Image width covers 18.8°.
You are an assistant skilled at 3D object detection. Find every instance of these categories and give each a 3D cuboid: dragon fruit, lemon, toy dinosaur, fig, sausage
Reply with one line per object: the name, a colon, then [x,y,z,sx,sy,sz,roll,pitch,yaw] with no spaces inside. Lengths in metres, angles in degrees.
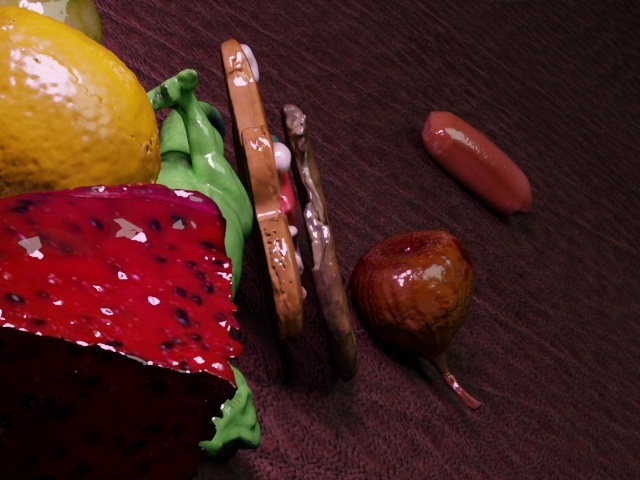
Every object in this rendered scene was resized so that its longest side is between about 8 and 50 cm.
dragon fruit: [-0.136,0.078,1.496,0.330,0.240,0.302,-59,145,-50]
lemon: [-0.244,-0.087,1.647,0.260,0.204,0.204,47,24,3]
toy dinosaur: [-0.089,0.014,1.901,0.374,0.144,0.500,68,14,6]
fig: [0.121,0.090,2.143,0.146,0.133,0.201,-40,112,-39]
sausage: [0.213,-0.103,2.617,0.194,0.077,0.077,39,25,-21]

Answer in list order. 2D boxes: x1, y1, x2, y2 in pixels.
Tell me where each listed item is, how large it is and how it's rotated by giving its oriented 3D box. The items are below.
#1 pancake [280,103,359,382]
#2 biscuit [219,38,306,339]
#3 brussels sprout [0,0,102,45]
pancake: [0.000,0.000,1.973,0.288,0.033,0.286,-100,179,-83]
biscuit: [-0.049,-0.037,1.941,0.340,0.047,0.216,-106,-174,-51]
brussels sprout: [-0.277,-0.202,1.858,0.151,0.122,0.149,22,33,-48]
